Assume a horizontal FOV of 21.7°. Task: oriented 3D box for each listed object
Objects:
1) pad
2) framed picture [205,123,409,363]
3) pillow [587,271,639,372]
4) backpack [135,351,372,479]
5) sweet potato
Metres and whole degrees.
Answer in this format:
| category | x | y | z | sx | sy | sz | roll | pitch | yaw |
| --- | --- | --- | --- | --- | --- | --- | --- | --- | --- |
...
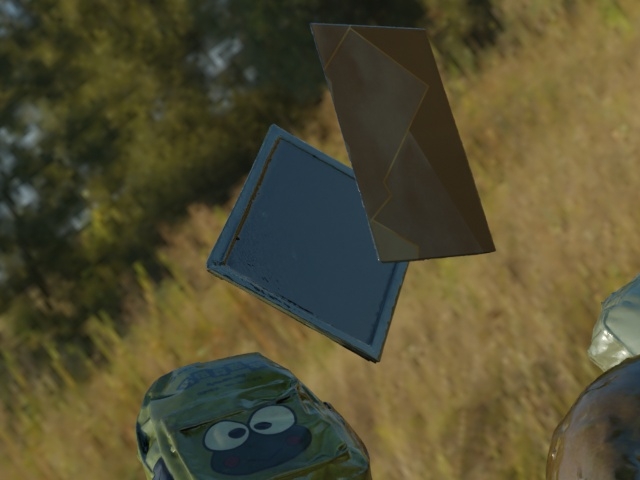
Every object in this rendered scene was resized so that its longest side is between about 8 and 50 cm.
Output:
| category | x | y | z | sx | sy | sz | roll | pitch | yaw |
| --- | --- | --- | --- | --- | --- | --- | --- | --- | --- |
| pad | 0.080 | -0.096 | 1.595 | 0.164 | 0.243 | 0.004 | -5 | -16 | -43 |
| framed picture | 0.000 | 0.000 | 1.721 | 0.014 | 0.197 | 0.252 | -55 | 9 | 40 |
| pillow | 0.417 | 0.084 | 1.560 | 0.322 | 0.255 | 0.120 | -39 | -12 | -37 |
| backpack | -0.073 | 0.213 | 1.610 | 0.207 | 0.140 | 0.253 | -16 | 34 | -19 |
| sweet potato | 0.242 | 0.121 | 0.858 | 0.130 | 0.130 | 0.423 | -35 | -29 | 31 |
